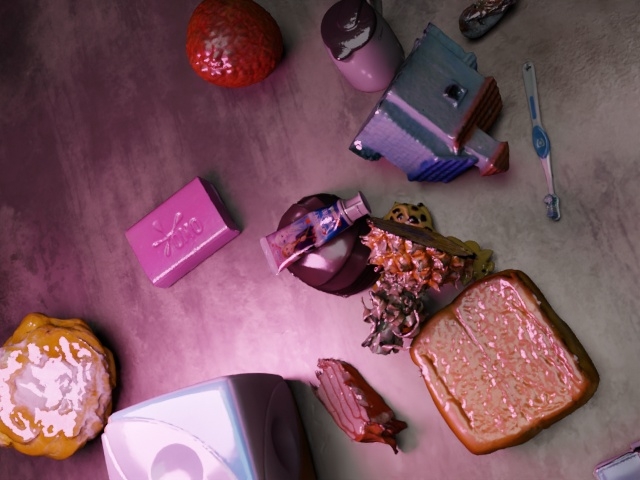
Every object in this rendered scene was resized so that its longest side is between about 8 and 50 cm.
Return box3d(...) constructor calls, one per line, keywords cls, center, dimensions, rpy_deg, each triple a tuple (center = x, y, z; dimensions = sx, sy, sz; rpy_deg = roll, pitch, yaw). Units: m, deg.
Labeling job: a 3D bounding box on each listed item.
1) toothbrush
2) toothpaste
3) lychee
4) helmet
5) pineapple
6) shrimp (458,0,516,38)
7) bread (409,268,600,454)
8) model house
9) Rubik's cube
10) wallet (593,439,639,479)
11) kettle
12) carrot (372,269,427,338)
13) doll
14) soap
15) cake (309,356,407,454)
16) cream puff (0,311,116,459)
box3d(cls="toothbrush", center=(0.503, -0.231, 1.829), dimensions=(0.040, 0.040, 0.385), rpy_deg=(-10, 74, 18))
box3d(cls="toothpaste", center=(-0.013, -0.022, 1.783), dimensions=(0.266, 0.061, 0.096), rpy_deg=(-29, 67, 16))
box3d(cls="lychee", center=(-0.219, -0.505, 2.042), dimensions=(0.255, 0.300, 0.255), rpy_deg=(12, 117, 25))
box3d(cls="helmet", center=(0.000, 0.000, 1.892), dimensions=(0.305, 0.177, 0.224), rpy_deg=(27, 92, 21))
box3d(cls="pineapple", center=(0.176, 0.115, 1.709), dimensions=(0.263, 0.262, 0.271), rpy_deg=(22, 101, 22))
box3d(cls="shrimp", center=(0.416, -0.573, 1.899), dimensions=(0.233, 0.079, 0.090), rpy_deg=(-47, 31, 4))
box3d(cls="bread", center=(0.384, 0.264, 1.720), dimensions=(0.328, 0.148, 0.337), rpy_deg=(-40, 66, 15))
box3d(cls="model house", center=(0.290, -0.269, 1.834), dimensions=(0.329, 0.251, 0.294), rpy_deg=(32, 68, 0))
box3d(cls="Rubik's cube", center=(-0.234, 0.503, 1.790), dimensions=(0.352, 0.347, 0.352), rpy_deg=(-19, 74, 16))
box3d(cls="wallet", center=(0.695, 0.477, 1.604), dimensions=(0.250, 0.075, 0.176), rpy_deg=(-29, 75, 12))
box3d(cls="kettle", center=(0.101, -0.495, 1.909), dimensions=(0.161, 0.236, 0.221), rpy_deg=(14, 86, 22))
box3d(cls="carrot", center=(0.180, 0.146, 1.849), dimensions=(0.082, 0.082, 0.173), rpy_deg=(-39, 71, 10))
box3d(cls="doll", center=(0.268, 0.001, 1.840), dimensions=(0.291, 0.086, 0.117), rpy_deg=(34, 83, 24))
box3d(cls="soap", center=(-0.357, -0.021, 2.074), dimensions=(0.259, 0.081, 0.181), rpy_deg=(-35, 70, 11))
box3d(cls="cake", center=(0.072, 0.372, 1.837), dimensions=(0.287, 0.135, 0.098), rpy_deg=(39, 109, 30))
box3d(cls="cream puff", center=(-0.705, 0.367, 2.050), dimensions=(0.379, 0.275, 0.378), rpy_deg=(3, 77, -14))
